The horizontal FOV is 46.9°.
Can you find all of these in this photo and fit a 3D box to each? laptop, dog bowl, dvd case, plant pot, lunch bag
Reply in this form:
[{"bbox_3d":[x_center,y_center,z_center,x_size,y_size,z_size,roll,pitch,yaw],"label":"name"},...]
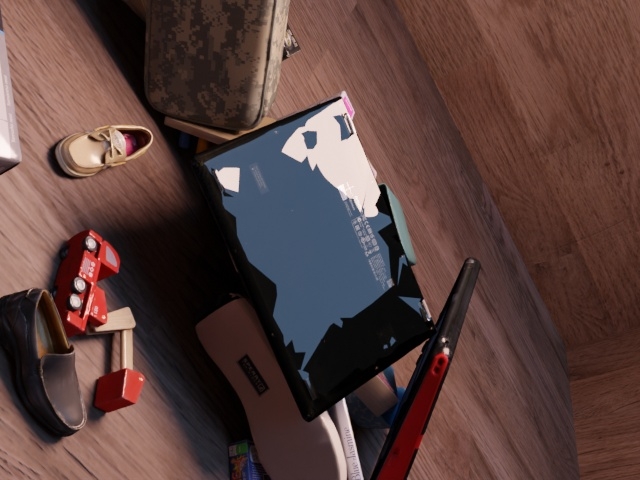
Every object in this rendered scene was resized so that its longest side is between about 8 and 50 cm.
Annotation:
[{"bbox_3d":[0.000,0.000,1.142,0.408,0.236,0.382,-28,99,-33],"label":"laptop"},{"bbox_3d":[0.096,0.240,1.494,0.166,0.074,0.297,32,43,-53],"label":"dog bowl"},{"bbox_3d":[0.028,0.345,1.114,0.180,0.022,0.253,111,-30,-59],"label":"dvd case"},{"bbox_3d":[0.120,0.002,1.640,0.234,0.165,0.166,28,46,-66],"label":"plant pot"},{"bbox_3d":[-0.151,-0.358,1.198,0.256,0.212,0.305,-72,173,-57],"label":"lunch bag"}]

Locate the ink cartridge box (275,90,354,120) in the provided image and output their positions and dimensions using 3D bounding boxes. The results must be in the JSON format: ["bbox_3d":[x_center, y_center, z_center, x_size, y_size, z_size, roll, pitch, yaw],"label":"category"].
[{"bbox_3d":[-0.050,-0.164,1.377,0.065,0.185,0.311,60,27,-23],"label":"ink cartridge box"}]

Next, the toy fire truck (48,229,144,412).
[{"bbox_3d":[-0.267,0.095,0.898,0.135,0.047,0.192,46,32,-41],"label":"toy fire truck"}]

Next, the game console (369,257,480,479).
[{"bbox_3d":[0.179,0.237,1.271,0.386,0.060,0.342,-50,157,-62],"label":"game console"}]

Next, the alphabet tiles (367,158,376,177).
[{"bbox_3d":[0.089,-0.145,1.844,0.278,0.021,0.284,56,27,-27],"label":"alphabet tiles"}]

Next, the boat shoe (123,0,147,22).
[{"bbox_3d":[-0.308,-0.440,1.160,0.302,0.098,0.109,62,39,-65],"label":"boat shoe"}]

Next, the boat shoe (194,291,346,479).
[{"bbox_3d":[-0.047,0.222,1.109,0.341,0.127,0.158,61,20,11],"label":"boat shoe"}]

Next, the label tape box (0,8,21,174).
[{"bbox_3d":[-0.454,-0.195,0.674,0.333,0.106,0.241,16,57,-61],"label":"label tape box"}]

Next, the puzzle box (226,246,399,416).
[{"bbox_3d":[-0.032,0.093,1.235,0.409,0.052,0.272,51,4,-35],"label":"puzzle box"}]

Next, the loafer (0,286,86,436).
[{"bbox_3d":[-0.293,0.132,0.798,0.170,0.061,0.062,66,24,-8],"label":"loafer"}]

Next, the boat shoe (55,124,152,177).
[{"bbox_3d":[-0.291,-0.131,1.011,0.063,0.059,0.170,65,25,-9],"label":"boat shoe"}]

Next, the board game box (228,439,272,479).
[{"bbox_3d":[-0.061,0.382,1.109,0.201,0.035,0.136,34,42,-52],"label":"board game box"}]

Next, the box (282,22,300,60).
[{"bbox_3d":[-0.148,-0.410,1.417,0.180,0.147,0.077,63,25,-14],"label":"box"}]

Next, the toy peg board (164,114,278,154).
[{"bbox_3d":[-0.161,-0.167,1.247,0.161,0.160,0.079,-53,161,-62],"label":"toy peg board"}]
